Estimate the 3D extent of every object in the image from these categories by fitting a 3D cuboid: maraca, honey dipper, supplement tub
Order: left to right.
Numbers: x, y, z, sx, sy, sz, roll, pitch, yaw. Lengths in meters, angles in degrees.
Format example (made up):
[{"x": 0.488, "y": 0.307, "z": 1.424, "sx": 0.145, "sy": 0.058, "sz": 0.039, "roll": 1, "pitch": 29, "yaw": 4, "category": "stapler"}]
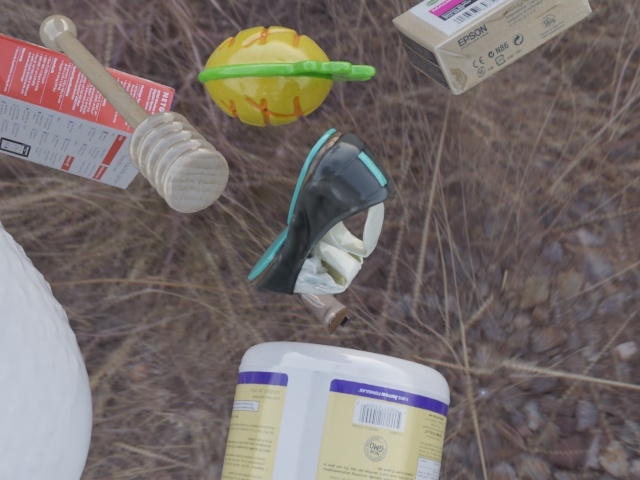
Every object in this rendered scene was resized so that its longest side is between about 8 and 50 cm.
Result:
[{"x": -0.092, "y": -0.064, "z": 0.557, "sx": 0.030, "sy": 0.030, "sz": 0.160, "roll": -47, "pitch": 47, "yaw": 0, "category": "honey dipper"}, {"x": -0.036, "y": -0.164, "z": 1.241, "sx": 0.185, "sy": 0.127, "sz": 0.099, "roll": 1, "pitch": 95, "yaw": 35, "category": "maraca"}, {"x": 0.005, "y": 0.292, "z": 1.364, "sx": 0.241, "sy": 0.241, "sz": 0.331, "roll": 8, "pitch": 79, "yaw": 8, "category": "supplement tub"}]

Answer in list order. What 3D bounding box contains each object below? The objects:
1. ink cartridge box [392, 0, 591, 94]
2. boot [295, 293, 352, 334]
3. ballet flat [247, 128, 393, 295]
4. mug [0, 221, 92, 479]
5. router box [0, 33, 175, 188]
[{"x": 0.246, "y": -0.327, "z": 1.832, "sx": 0.234, "sy": 0.193, "sz": 0.088, "roll": -32, "pitch": 118, "yaw": -3, "category": "ink cartridge box"}, {"x": -0.004, "y": 0.081, "z": 1.628, "sx": 0.087, "sy": 0.118, "sz": 0.042, "roll": 38, "pitch": 92, "yaw": 12, "category": "boot"}, {"x": 0.000, "y": 0.000, "z": 1.227, "sx": 0.096, "sy": 0.280, "sz": 0.095, "roll": 37, "pitch": 60, "yaw": 4, "category": "ballet flat"}, {"x": -0.329, "y": 0.096, "z": 0.687, "sx": 0.374, "sy": 0.328, "sz": 0.276, "roll": -44, "pitch": 42, "yaw": 3, "category": "mug"}, {"x": -0.390, "y": -0.182, "z": 1.789, "sx": 0.301, "sy": 0.335, "sz": 0.082, "roll": 16, "pitch": 77, "yaw": -15, "category": "router box"}]
